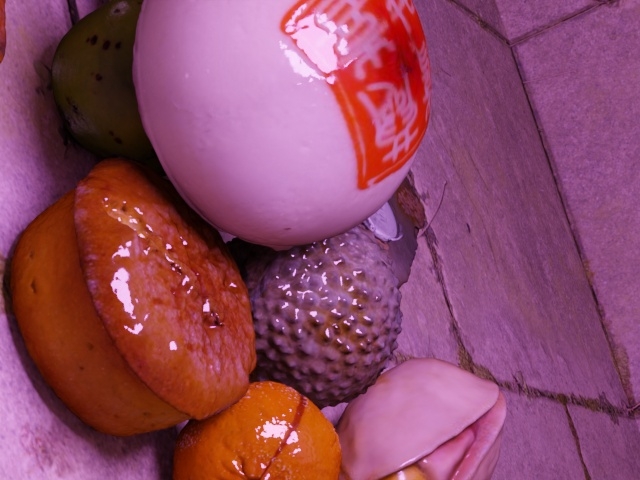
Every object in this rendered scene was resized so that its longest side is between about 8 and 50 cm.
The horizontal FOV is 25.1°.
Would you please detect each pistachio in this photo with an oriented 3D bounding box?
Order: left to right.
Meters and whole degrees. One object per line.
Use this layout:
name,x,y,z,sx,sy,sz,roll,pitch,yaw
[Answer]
pistachio,0.139,0.284,1.964,0.230,0.230,0.309,62,33,-12

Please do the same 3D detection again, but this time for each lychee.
lychee,-0.024,0.084,1.777,0.274,0.255,0.255,4,65,-62

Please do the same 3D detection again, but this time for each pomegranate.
pomegranate,-0.191,-0.220,1.716,0.236,0.236,0.301,42,49,-45

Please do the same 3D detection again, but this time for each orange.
orange,-0.070,0.252,1.593,0.193,0.193,0.161,62,-12,-10

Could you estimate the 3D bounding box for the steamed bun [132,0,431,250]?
steamed bun,-0.016,-0.179,1.553,0.374,0.241,0.374,9,79,-52

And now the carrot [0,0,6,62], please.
carrot,-0.374,-0.282,1.614,0.061,0.061,0.209,30,47,-54

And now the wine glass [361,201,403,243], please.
wine glass,0.000,0.000,1.956,0.111,0.204,0.111,43,31,-34

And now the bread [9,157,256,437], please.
bread,-0.195,0.062,1.536,0.312,0.172,0.312,52,23,-32

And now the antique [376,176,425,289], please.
antique,0.075,-0.013,2.227,0.150,0.125,0.284,62,24,-14
